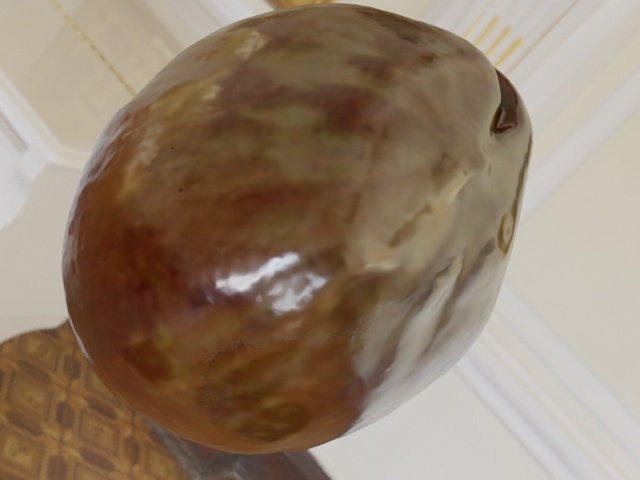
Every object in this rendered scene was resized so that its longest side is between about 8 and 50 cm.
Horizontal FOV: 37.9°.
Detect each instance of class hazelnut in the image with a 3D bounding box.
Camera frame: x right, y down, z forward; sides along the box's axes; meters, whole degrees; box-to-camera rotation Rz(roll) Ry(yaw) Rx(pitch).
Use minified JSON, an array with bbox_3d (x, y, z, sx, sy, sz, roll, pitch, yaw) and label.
[{"bbox_3d":[0.000,0.000,0.452,0.218,0.218,0.234,40,55,-10],"label":"hazelnut"}]
